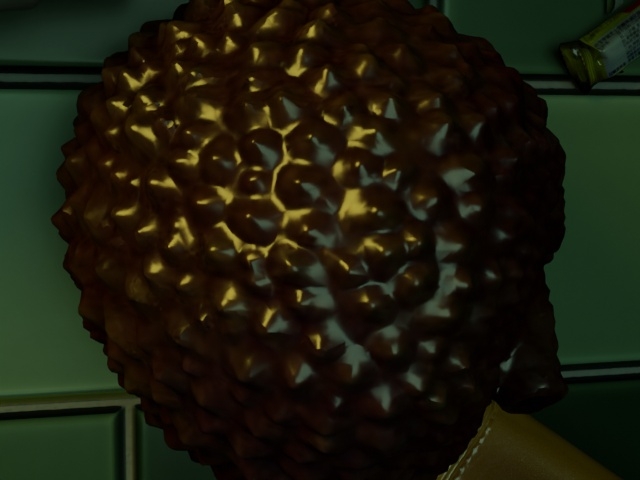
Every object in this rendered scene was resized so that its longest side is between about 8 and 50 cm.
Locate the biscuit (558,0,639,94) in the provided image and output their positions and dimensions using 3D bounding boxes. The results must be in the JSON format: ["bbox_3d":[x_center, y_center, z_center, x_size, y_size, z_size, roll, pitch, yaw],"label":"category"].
[{"bbox_3d":[0.302,-0.204,0.878,0.292,0.026,0.048,-35,127,-11],"label":"biscuit"}]

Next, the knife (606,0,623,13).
[{"bbox_3d":[0.266,-0.246,0.870,0.184,0.022,0.026,-52,133,-5],"label":"knife"}]

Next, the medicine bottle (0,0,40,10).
[{"bbox_3d":[-0.235,-0.229,0.613,0.306,0.245,0.245,-9,98,-22],"label":"medicine bottle"}]

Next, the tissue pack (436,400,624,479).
[{"bbox_3d":[0.146,0.233,0.826,0.274,0.145,0.194,34,84,-17],"label":"tissue pack"}]

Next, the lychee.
[{"bbox_3d":[0.000,0.000,0.681,0.330,0.306,0.306,27,88,10],"label":"lychee"}]
